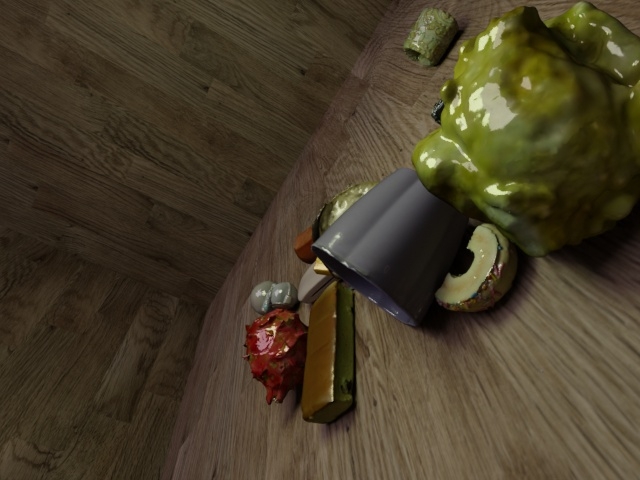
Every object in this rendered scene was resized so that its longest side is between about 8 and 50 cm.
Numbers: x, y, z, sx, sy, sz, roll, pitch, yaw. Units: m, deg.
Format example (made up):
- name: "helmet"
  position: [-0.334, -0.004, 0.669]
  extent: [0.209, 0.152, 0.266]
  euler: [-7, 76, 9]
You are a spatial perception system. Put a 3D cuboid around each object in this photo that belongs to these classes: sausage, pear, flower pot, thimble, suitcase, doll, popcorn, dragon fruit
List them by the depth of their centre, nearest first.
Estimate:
- name: "popcorn"
  position: [0.300, -0.151, 0.554]
  extent: [0.312, 0.312, 0.312]
  euler: [-53, 20, 29]
- name: "flower pot"
  position: [0.146, -0.002, 0.811]
  extent: [0.243, 0.265, 0.265]
  euler: [-54, 16, -8]
- name: "suitcase"
  position: [0.344, -0.344, 1.021]
  extent: [0.126, 0.086, 0.059]
  euler: [-54, 4, 24]
- name: "pear"
  position: [0.128, -0.016, 1.031]
  extent: [0.266, 0.267, 0.178]
  euler: [-60, -14, 9]
- name: "dragon fruit"
  position: [-0.114, 0.328, 1.164]
  extent: [0.205, 0.210, 0.267]
  euler: [-22, 61, 40]
- name: "thimble"
  position: [0.369, -0.681, 1.369]
  extent: [0.143, 0.138, 0.190]
  euler: [-60, 3, 15]
- name: "sausage"
  position: [0.002, 0.001, 1.410]
  extent: [0.258, 0.133, 0.133]
  euler: [-39, 29, 46]
- name: "doll"
  position: [-0.174, 0.220, 1.575]
  extent: [0.287, 0.151, 0.150]
  euler: [-20, 45, 59]

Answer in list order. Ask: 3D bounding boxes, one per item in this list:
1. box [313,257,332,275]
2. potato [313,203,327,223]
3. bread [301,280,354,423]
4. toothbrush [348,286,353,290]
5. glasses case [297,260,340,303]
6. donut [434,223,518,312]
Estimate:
- name: "box"
  position: [0.089, -0.016, 1.193]
  extent: [0.153, 0.043, 0.269]
  euler: [5, 61, 26]
- name: "potato"
  position: [0.016, -0.062, 1.545]
  extent: [0.170, 0.080, 0.107]
  euler: [-62, 29, -3]
- name: "bread"
  position: [0.023, 0.276, 1.029]
  extent: [0.138, 0.077, 0.361]
  euler: [-49, 22, 33]
- name: "toothbrush"
  position: [0.067, 0.153, 1.193]
  extent: [0.167, 0.011, 0.014]
  euler: [-40, 23, 51]
- name: "glasses case"
  position: [0.013, 0.105, 1.310]
  extent: [0.297, 0.075, 0.113]
  euler: [-47, 25, 42]
- name: "donut"
  position: [0.269, 0.059, 0.672]
  extent: [0.165, 0.065, 0.108]
  euler: [-58, 18, 11]
